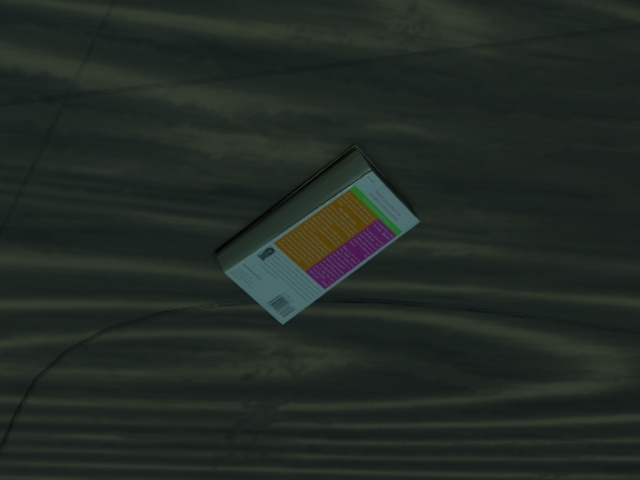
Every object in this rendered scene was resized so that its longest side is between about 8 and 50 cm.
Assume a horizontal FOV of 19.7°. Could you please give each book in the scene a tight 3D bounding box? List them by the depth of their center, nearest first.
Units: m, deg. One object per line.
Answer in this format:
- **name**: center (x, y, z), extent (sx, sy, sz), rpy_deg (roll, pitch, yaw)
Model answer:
- **book**: center (0.000, 0.000, 1.491), extent (0.144, 0.035, 0.096), rpy_deg (-37, 137, 8)
